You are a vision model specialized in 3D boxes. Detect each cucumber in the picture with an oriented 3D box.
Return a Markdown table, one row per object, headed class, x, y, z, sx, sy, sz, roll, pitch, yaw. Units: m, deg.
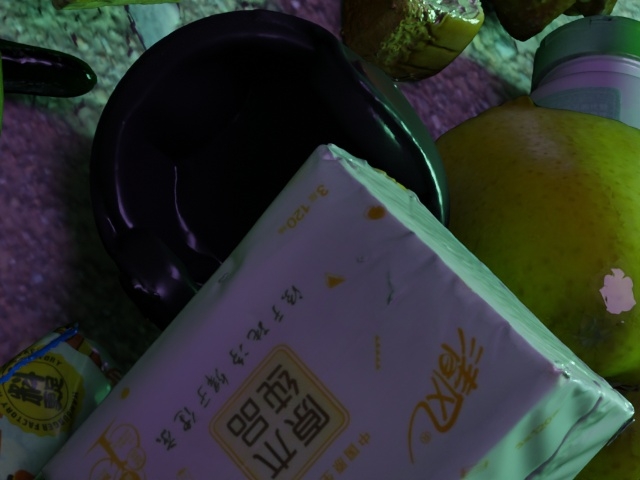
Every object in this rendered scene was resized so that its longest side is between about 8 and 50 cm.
| class | x | y | z | sx | sy | sz | roll | pitch | yaw |
| --- | --- | --- | --- | --- | --- | --- | --- | --- | --- |
| cucumber | -0.209 | -0.108 | 1.113 | 0.184 | 0.033 | 0.036 | 13 | 77 | -35 |

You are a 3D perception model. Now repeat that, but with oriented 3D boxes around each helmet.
| class | x | y | z | sx | sy | sz | roll | pitch | yaw |
| --- | --- | --- | --- | --- | --- | --- | --- | --- | --- |
| helmet | -0.027 | -0.023 | 1.111 | 0.216 | 0.189 | 0.193 | 48 | 3 | 12 |

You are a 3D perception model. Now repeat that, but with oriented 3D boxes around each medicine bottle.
| class | x | y | z | sx | sy | sz | roll | pitch | yaw |
| --- | --- | --- | --- | --- | --- | --- | --- | --- | --- |
| medicine bottle | 0.191 | -0.024 | 1.357 | 0.133 | 0.133 | 0.274 | 30 | 51 | -27 |

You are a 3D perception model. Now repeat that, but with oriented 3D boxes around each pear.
| class | x | y | z | sx | sy | sz | roll | pitch | yaw |
| --- | --- | --- | --- | --- | --- | --- | --- | --- | --- |
| pear | 0.153 | 0.045 | 1.146 | 0.267 | 0.267 | 0.178 | 55 | 2 | -3 |

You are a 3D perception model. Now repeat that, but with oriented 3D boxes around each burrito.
| class | x | y | z | sx | sy | sz | roll | pitch | yaw |
| --- | --- | --- | --- | --- | --- | --- | --- | --- | --- |
| burrito | -0.197 | 0.114 | 0.984 | 0.104 | 0.054 | 0.288 | 54 | 43 | -4 |

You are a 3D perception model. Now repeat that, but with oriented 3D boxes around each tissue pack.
| class | x | y | z | sx | sy | sz | roll | pitch | yaw |
| --- | --- | --- | --- | --- | --- | --- | --- | --- | --- |
| tissue pack | 0.004 | 0.097 | 0.964 | 0.185 | 0.225 | 0.124 | 45 | 8 | 30 |

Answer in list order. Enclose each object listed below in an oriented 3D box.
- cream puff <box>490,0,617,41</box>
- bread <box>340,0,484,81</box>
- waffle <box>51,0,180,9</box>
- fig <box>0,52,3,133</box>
| class | x | y | z | sx | sy | sz | roll | pitch | yaw |
| --- | --- | --- | --- | --- | --- | --- | --- | --- | --- |
| cream puff | 0.144 | -0.288 | 1.456 | 0.269 | 0.155 | 0.241 | 46 | 49 | -23 |
| bread | 0.064 | -0.160 | 1.363 | 0.083 | 0.070 | 0.076 | 13 | 58 | -34 |
| waffle | -0.130 | -0.213 | 1.168 | 0.102 | 0.042 | 0.148 | -11 | 78 | -37 |
| fig | -0.296 | -0.081 | 0.849 | 0.316 | 0.316 | 0.316 | 21 | 55 | -33 |
